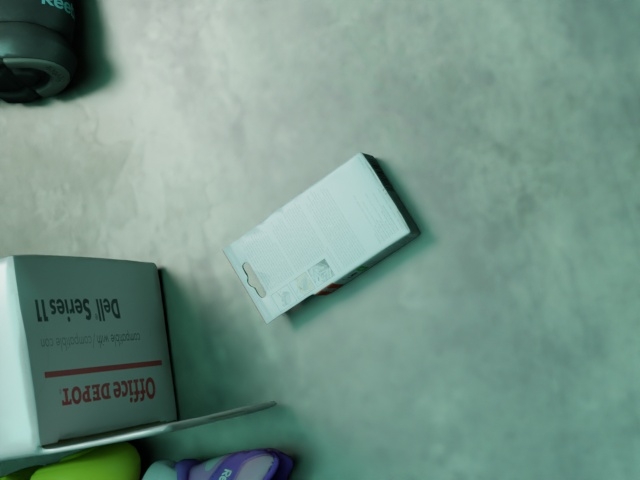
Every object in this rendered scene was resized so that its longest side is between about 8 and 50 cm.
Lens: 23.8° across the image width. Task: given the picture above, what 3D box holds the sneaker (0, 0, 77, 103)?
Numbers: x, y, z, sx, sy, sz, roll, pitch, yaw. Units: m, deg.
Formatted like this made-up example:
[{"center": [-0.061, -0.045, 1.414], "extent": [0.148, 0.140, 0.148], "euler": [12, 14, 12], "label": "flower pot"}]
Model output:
[{"center": [-0.294, -0.151, 1.074], "extent": [0.267, 0.101, 0.106], "euler": [-2, 74, 11], "label": "sneaker"}]

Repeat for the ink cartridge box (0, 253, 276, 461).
[{"center": [-0.228, 0.084, 0.968], "extent": [0.353, 0.207, 0.119], "euler": [-10, 85, 17], "label": "ink cartridge box"}]

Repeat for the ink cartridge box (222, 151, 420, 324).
[{"center": [0.000, 0.000, 0.990], "extent": [0.115, 0.029, 0.063], "euler": [-34, 78, 15], "label": "ink cartridge box"}]

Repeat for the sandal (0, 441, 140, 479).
[{"center": [-0.255, 0.240, 1.007], "extent": [0.317, 0.126, 0.138], "euler": [-18, 89, 11], "label": "sandal"}]

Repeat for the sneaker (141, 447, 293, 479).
[{"center": [-0.024, 0.232, 0.957], "extent": [0.104, 0.095, 0.236], "euler": [-26, 78, 8], "label": "sneaker"}]
